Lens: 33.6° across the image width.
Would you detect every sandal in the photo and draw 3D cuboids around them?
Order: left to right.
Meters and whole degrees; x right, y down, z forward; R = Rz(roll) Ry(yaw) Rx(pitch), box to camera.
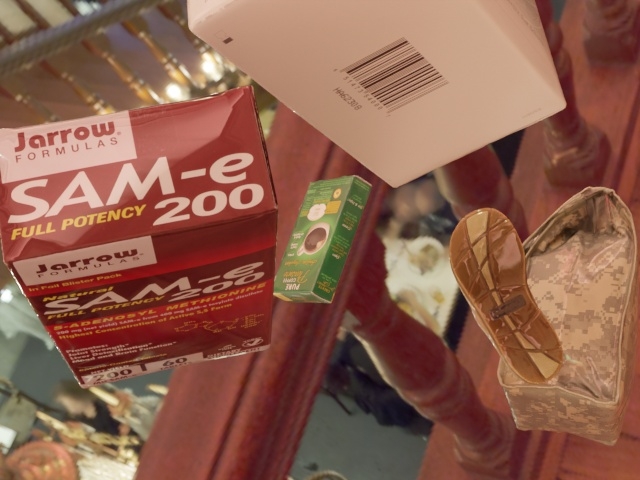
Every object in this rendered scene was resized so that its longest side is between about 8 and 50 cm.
[{"bbox_3d":[0.175,0.056,1.014,0.072,0.049,0.180,-22,72,-3],"label":"sandal"}]

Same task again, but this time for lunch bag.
[{"bbox_3d":[0.334,0.094,1.385,0.168,0.235,0.287,8,70,18],"label":"lunch bag"}]

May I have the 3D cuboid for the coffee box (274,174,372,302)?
[{"bbox_3d":[0.000,0.000,1.508,0.113,0.040,0.184,-6,60,54],"label":"coffee box"}]

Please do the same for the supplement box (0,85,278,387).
[{"bbox_3d":[-0.094,0.010,0.595,0.130,0.239,0.073,-12,69,-8],"label":"supplement box"}]

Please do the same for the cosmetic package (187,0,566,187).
[{"bbox_3d":[0.030,-0.193,0.669,0.138,0.224,0.225,-25,57,25],"label":"cosmetic package"}]
